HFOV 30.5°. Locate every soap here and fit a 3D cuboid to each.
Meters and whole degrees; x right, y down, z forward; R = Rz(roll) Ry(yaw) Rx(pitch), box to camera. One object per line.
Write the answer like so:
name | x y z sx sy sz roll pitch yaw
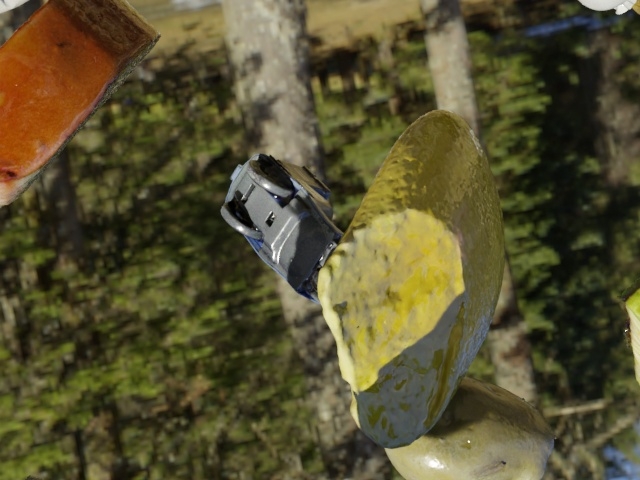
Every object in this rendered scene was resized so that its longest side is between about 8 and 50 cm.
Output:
soap | 0.138 0.026 1.439 0.115 0.306 0.427 -7 -147 32

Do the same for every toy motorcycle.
toy motorcycle | 0.000 0.000 1.705 0.212 0.358 0.125 13 118 -48

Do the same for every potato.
potato | 0.195 0.261 1.562 0.235 0.178 0.160 9 141 -3

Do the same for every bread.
bread | -0.310 -0.147 1.256 0.295 0.114 0.327 -54 -165 -29

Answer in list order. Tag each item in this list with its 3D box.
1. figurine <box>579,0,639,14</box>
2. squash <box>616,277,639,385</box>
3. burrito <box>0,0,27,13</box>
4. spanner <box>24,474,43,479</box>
figurine | 0.383 -0.412 1.682 0.271 0.143 0.143 29 -171 8
squash | 0.411 0.044 1.109 0.252 0.093 0.169 -36 143 -7
burrito | -0.414 -0.255 1.133 0.445 0.139 0.101 -9 174 33
spanner | -0.291 0.330 1.133 0.095 0.325 0.040 11 -140 8
